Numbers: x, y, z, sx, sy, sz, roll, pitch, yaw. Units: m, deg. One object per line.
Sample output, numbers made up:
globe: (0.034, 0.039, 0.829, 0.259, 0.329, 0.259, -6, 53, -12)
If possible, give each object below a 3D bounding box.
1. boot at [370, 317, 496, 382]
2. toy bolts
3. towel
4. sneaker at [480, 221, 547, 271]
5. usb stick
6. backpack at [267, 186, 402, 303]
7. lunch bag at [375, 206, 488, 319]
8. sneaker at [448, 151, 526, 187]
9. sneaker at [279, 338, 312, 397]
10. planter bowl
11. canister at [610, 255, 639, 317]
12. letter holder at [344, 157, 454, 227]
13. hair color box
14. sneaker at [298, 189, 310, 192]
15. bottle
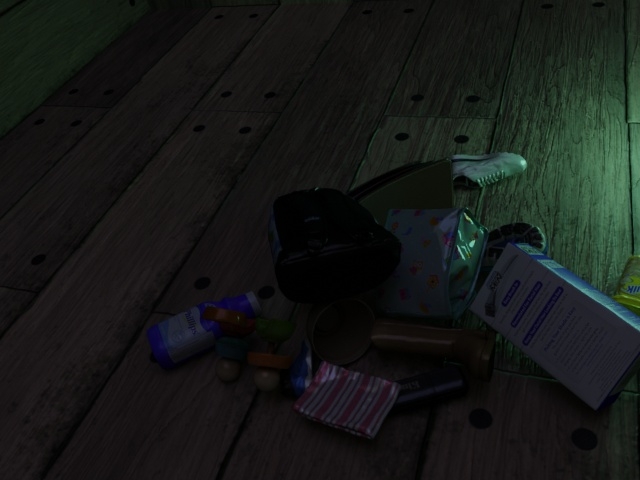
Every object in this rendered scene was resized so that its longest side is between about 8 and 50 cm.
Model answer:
boot: (0.241, 0.234, 1.312, 0.270, 0.089, 0.236, 5, 2, 17)
toy bolts: (-0.194, 0.247, 1.363, 0.229, 0.218, 0.158, -10, 67, 59)
towel: (0.056, 0.335, 1.279, 0.197, 0.029, 0.144, 10, 42, 30)
sneaker: (0.409, 0.038, 1.517, 0.330, 0.147, 0.129, -3, 70, 35)
usb stick: (0.181, 0.335, 1.301, 0.278, 0.045, 0.077, -15, 42, -1)
backpack: (0.000, 0.000, 1.442, 0.290, 0.273, 0.355, -13, 42, -12)
lunch bag: (0.255, 0.064, 1.428, 0.224, 0.160, 0.262, 0, 67, 41)
sneaker: (0.489, -0.200, 1.780, 0.235, 0.090, 0.094, -4, 56, 16)
sneaker: (-0.060, 0.295, 1.395, 0.085, 0.058, 0.152, -2, 49, 0)
planter bowl: (0.034, 0.197, 1.419, 0.162, 0.162, 0.109, -28, 23, -16)
canister: (0.740, 0.120, 1.369, 0.126, 0.073, 0.170, 18, 49, 29)
letter holder: (0.202, -0.127, 1.664, 0.302, 0.214, 0.152, -26, 44, -13)
hair color box: (0.503, 0.169, 1.265, 0.110, 0.185, 0.339, 1, 32, -46)
sneaker: (-0.019, -0.032, 1.717, 0.130, 0.109, 0.286, -3, 52, 2)
bottle: (-0.288, 0.215, 1.512, 0.283, 0.092, 0.118, -24, 48, -12)
